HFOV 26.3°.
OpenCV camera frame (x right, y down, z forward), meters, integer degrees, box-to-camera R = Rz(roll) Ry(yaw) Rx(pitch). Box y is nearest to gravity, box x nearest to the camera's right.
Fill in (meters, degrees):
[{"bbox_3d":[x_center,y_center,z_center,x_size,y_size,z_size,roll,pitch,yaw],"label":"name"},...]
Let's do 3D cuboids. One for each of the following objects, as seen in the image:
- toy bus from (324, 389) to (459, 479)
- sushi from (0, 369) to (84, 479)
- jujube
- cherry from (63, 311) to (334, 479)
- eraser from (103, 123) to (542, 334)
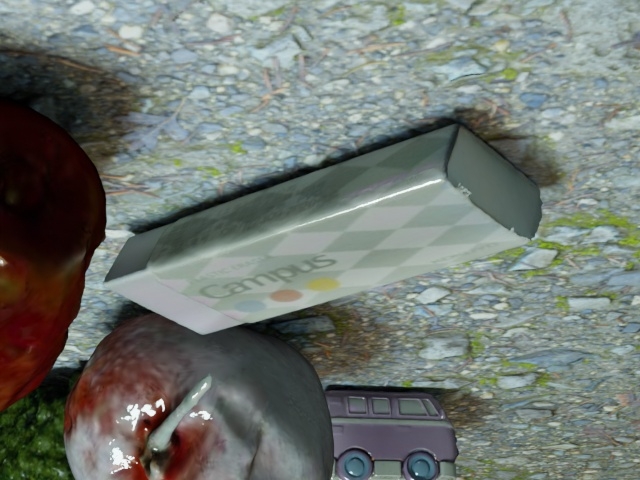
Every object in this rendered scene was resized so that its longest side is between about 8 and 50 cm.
[{"bbox_3d":[0.085,0.288,1.921,0.202,0.142,0.142,4,154,-11],"label":"toy bus"},{"bbox_3d":[-0.325,0.313,1.896,0.294,0.178,0.352,-11,157,24],"label":"sushi"},{"bbox_3d":[-0.342,0.028,1.200,0.276,0.276,0.377,12,150,-29],"label":"jujube"},{"bbox_3d":[-0.121,0.235,1.593,0.335,0.326,0.291,19,113,-42],"label":"cherry"},{"bbox_3d":[0.000,-0.001,1.367,0.397,0.082,0.213,-18,151,29],"label":"eraser"}]
